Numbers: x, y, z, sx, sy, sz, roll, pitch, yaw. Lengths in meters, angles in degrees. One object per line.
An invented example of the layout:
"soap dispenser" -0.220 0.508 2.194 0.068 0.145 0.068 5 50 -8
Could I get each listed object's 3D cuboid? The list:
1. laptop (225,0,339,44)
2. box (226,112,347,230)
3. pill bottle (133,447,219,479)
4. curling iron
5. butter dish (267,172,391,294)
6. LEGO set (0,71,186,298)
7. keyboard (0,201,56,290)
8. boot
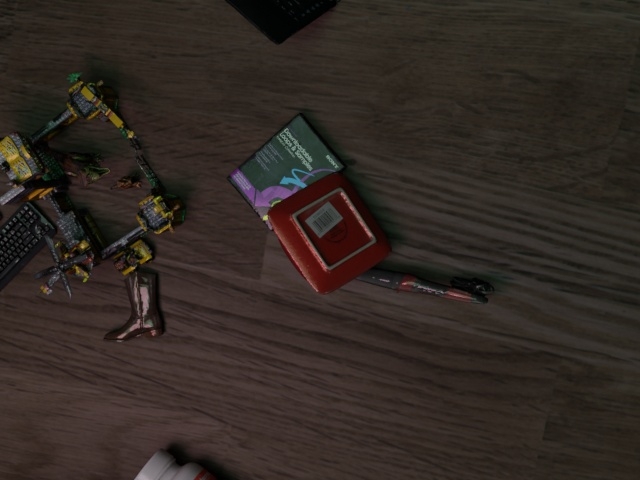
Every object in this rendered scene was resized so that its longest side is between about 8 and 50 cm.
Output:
"laptop" -0.055 -0.460 1.385 0.234 0.264 0.136 42 138 5
"box" -0.055 -0.109 1.479 0.162 0.029 0.116 -41 88 11
"pill bottle" -0.205 0.446 1.521 0.221 0.124 0.124 37 101 4
"curling iron" 0.137 0.066 1.451 0.274 0.068 0.035 7 99 15
"butter dish" 0.000 0.000 1.442 0.160 0.118 0.160 -31 86 -29
"LEGO set" -0.386 -0.091 1.461 0.255 0.192 0.331 -24 91 12
"keyboard" -0.549 0.005 1.590 0.180 0.023 0.108 -43 87 11
"boot" -0.321 0.110 1.550 0.106 0.037 0.114 -9 98 -1
